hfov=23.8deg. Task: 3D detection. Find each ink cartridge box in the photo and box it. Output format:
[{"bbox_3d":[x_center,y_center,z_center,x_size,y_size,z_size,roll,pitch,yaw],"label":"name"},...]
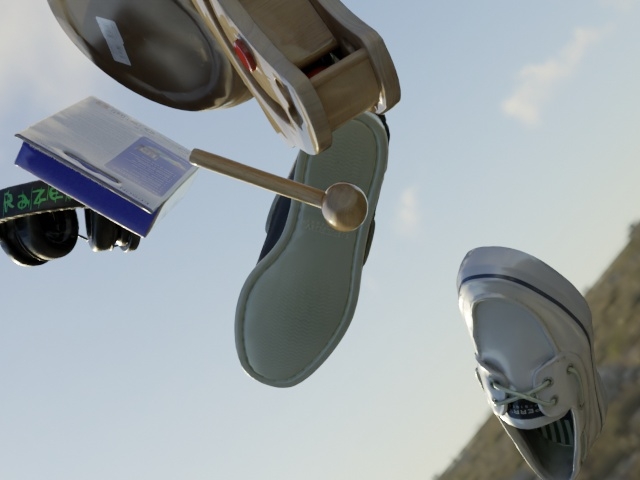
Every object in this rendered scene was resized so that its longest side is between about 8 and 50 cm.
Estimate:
[{"bbox_3d":[-0.253,-0.090,1.825,0.069,0.175,0.371,-60,2,11],"label":"ink cartridge box"}]

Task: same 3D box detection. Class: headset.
[{"bbox_3d":[-0.396,-0.061,2.429,0.243,0.185,0.394,-9,-11,4],"label":"headset"}]

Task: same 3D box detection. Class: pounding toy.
[{"bbox_3d":[-0.043,-0.128,1.171,0.155,0.269,0.154,-32,-4,-10],"label":"pounding toy"}]

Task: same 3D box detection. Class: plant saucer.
[{"bbox_3d":[-0.180,-0.228,1.577,0.041,0.278,0.278,-58,-5,-27],"label":"plant saucer"}]

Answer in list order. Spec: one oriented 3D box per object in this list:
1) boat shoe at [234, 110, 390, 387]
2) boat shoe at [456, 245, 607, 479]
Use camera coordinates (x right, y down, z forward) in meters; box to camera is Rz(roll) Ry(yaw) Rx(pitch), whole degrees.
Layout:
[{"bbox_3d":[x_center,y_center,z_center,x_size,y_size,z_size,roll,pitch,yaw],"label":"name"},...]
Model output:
[{"bbox_3d":[0.000,0.000,1.458,0.091,0.114,0.303,-70,3,-67],"label":"boat shoe"},{"bbox_3d":[0.150,0.093,1.036,0.226,0.083,0.076,53,-136,-44],"label":"boat shoe"}]
